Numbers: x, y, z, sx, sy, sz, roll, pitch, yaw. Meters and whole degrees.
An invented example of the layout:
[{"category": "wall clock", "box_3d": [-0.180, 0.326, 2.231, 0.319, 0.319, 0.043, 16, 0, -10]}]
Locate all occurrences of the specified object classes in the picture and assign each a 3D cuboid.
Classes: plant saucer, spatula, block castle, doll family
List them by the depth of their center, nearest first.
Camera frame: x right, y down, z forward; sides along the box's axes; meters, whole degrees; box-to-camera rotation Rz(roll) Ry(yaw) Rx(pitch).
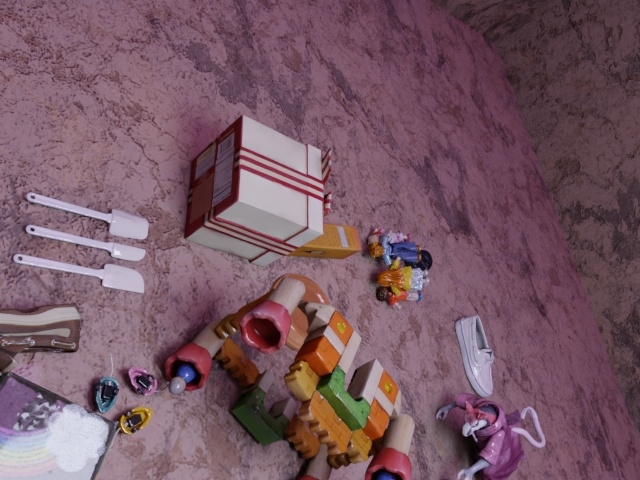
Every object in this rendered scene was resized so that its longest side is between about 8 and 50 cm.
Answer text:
[{"category": "spatula", "box_3d": [-0.442, 0.001, 1.080, 0.242, 0.019, 0.168, 18, 62, -39]}, {"category": "block castle", "box_3d": [-0.048, 0.322, 1.085, 0.453, 0.303, 0.213, 52, 31, -11]}, {"category": "plant saucer", "box_3d": [-0.040, 0.172, 1.389, 0.200, 0.037, 0.199, 24, 53, -36]}, {"category": "doll family", "box_3d": [0.217, 0.061, 1.642, 0.163, 0.118, 0.262, 2, 66, -23]}]

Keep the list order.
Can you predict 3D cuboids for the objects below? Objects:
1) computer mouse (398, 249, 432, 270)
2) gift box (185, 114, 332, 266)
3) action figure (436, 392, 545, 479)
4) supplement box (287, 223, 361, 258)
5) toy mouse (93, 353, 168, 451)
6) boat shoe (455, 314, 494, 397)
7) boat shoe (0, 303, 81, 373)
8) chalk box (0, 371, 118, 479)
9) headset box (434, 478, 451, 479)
[{"category": "computer mouse", "box_3d": [0.272, 0.092, 1.771, 0.242, 0.041, 0.071, -26, 82, -44]}, {"category": "gift box", "box_3d": [-0.127, -0.118, 1.295, 0.258, 0.255, 0.276, 22, 60, -35]}, {"category": "action figure", "box_3d": [0.473, 0.528, 1.534, 0.370, 0.276, 0.248, 61, 12, -46]}, {"category": "supplement box", "box_3d": [0.000, 0.000, 1.498, 0.233, 0.078, 0.080, 3, 67, -47]}, {"category": "toy mouse", "box_3d": [-0.349, 0.268, 1.011, 0.161, 0.031, 0.143, -29, 91, -51]}, {"category": "boat shoe", "box_3d": [0.506, 0.366, 1.817, 0.095, 0.084, 0.258, -1, 69, -47]}, {"category": "boat shoe", "box_3d": [-0.491, 0.157, 0.878, 0.258, 0.095, 0.095, -2, 76, -48]}, {"category": "chalk box", "box_3d": [-0.437, 0.356, 0.756, 0.180, 0.179, 0.288, 38, 46, -27]}, {"category": "headset box", "box_3d": [0.200, 0.680, 1.278, 0.246, 0.131, 0.282, 12, 60, -42]}]
